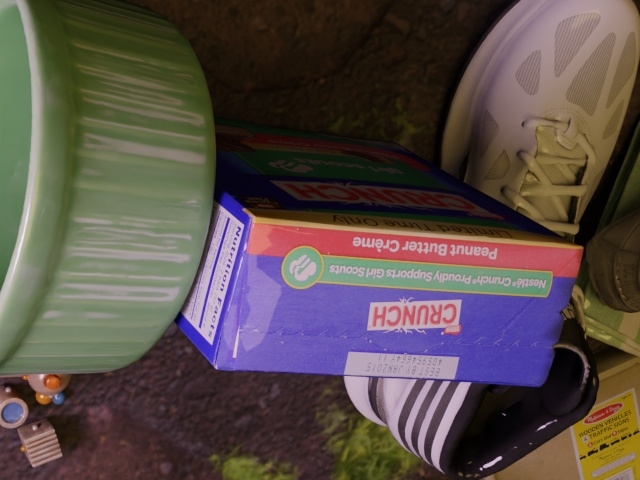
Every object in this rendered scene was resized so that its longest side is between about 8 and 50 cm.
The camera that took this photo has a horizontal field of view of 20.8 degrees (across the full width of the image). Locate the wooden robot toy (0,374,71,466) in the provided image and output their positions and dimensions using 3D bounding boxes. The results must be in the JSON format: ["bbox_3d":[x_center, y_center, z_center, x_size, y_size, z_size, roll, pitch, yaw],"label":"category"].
[{"bbox_3d":[-0.235,0.111,1.414,0.076,0.079,0.173,-4,110,-23],"label":"wooden robot toy"}]

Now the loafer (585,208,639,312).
[{"bbox_3d":[0.383,-0.026,1.567,0.319,0.111,0.112,-32,108,-23],"label":"loafer"}]

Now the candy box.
[{"bbox_3d":[0.000,0.000,1.340,0.268,0.317,0.122,6,106,-26],"label":"candy box"}]

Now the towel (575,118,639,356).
[{"bbox_3d":[0.391,0.028,1.662,0.325,0.038,0.248,28,81,-28],"label":"towel"}]

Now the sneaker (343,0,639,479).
[{"bbox_3d":[0.196,0.002,1.462,0.169,0.257,0.447,20,99,-28],"label":"sneaker"}]

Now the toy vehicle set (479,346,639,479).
[{"bbox_3d":[0.274,0.194,1.694,0.267,0.035,0.166,-21,115,-16],"label":"toy vehicle set"}]

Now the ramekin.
[{"bbox_3d":[-0.201,-0.043,1.254,0.148,0.303,0.303,7,106,-33],"label":"ramekin"}]
